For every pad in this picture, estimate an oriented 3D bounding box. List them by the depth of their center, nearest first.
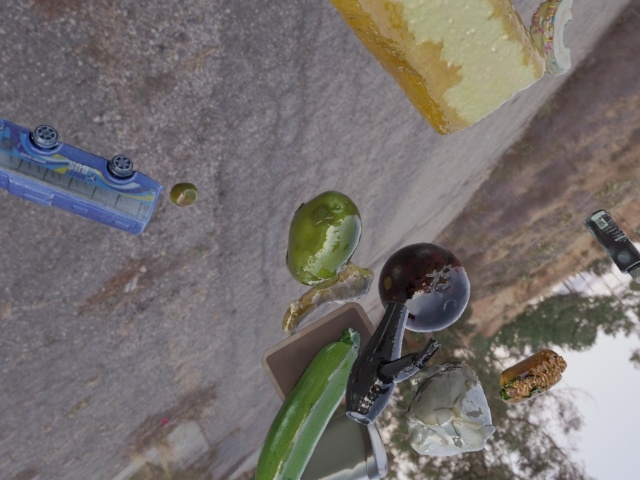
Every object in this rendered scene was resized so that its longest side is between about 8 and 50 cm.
[{"bbox_3d":[0.013,0.271,1.308,0.266,0.176,0.002,-30,167,-3],"label":"pad"}]

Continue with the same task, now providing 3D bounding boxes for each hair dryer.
[{"bbox_3d":[0.117,0.157,0.815,0.196,0.075,0.219,-64,-171,-28],"label":"hair dryer"}]

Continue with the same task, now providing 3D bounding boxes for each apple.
[{"bbox_3d":[-0.427,-0.144,1.800,0.089,0.089,0.075,-21,119,-65],"label":"apple"}]

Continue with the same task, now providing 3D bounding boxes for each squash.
[{"bbox_3d":[-0.028,0.359,1.203,0.395,0.107,0.107,-59,175,-16],"label":"squash"}]

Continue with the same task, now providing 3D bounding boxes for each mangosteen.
[{"bbox_3d":[0.335,0.168,1.956,0.306,0.306,0.359,-38,174,-23],"label":"mangosteen"}]

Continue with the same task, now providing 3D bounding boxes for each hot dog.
[{"bbox_3d":[0.391,0.249,1.047,0.188,0.072,0.055,-13,-175,-37],"label":"hot dog"}]

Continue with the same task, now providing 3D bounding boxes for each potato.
[{"bbox_3d":[0.000,0.000,1.212,0.186,0.148,0.253,-63,178,-42],"label":"potato"}]

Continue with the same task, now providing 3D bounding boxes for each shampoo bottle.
[{"bbox_3d":[0.661,0.026,1.256,0.057,0.208,0.063,-41,148,23],"label":"shampoo bottle"}]

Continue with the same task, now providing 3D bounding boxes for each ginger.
[{"bbox_3d":[0.018,0.153,1.512,0.294,0.086,0.131,-31,142,-22],"label":"ginger"}]

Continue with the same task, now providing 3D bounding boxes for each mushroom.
[{"bbox_3d":[0.164,0.201,0.724,0.278,0.099,0.096,4,89,-76],"label":"mushroom"}]

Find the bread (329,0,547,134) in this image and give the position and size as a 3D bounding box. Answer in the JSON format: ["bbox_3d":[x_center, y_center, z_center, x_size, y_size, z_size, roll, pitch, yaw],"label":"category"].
[{"bbox_3d":[0.189,-0.357,0.944,0.236,0.165,0.375,-31,134,26],"label":"bread"}]

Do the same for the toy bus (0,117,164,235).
[{"bbox_3d":[-0.352,-0.088,0.828,0.079,0.236,0.094,-41,-145,50],"label":"toy bus"}]

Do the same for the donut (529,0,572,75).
[{"bbox_3d":[0.478,-0.428,1.201,0.108,0.065,0.166,-19,113,-41],"label":"donut"}]

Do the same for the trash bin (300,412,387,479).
[{"bbox_3d":[0.059,0.640,1.738,0.250,0.219,0.220,-24,151,5],"label":"trash bin"}]
